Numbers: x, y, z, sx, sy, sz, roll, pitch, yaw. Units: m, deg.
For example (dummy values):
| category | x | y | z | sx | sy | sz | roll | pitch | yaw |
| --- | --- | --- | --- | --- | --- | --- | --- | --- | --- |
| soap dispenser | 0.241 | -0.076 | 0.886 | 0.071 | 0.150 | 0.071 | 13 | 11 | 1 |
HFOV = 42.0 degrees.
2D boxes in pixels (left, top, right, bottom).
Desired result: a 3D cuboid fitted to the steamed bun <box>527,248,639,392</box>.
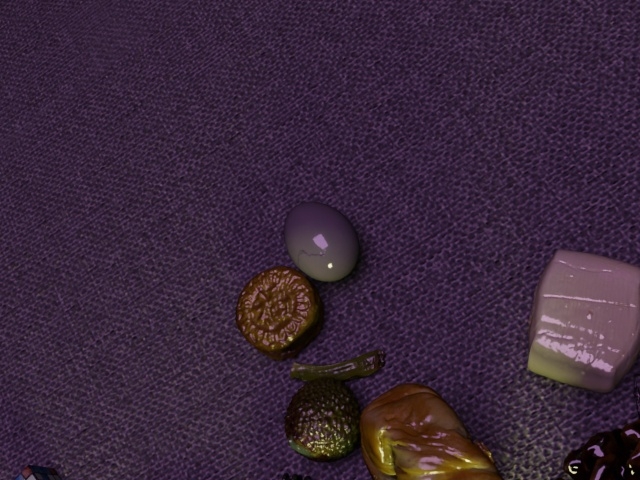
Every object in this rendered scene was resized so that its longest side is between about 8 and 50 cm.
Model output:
| category | x | y | z | sx | sy | sz | roll | pitch | yaw |
| --- | --- | --- | --- | --- | --- | --- | --- | --- | --- |
| steamed bun | 0.483 | 0.150 | 1.513 | 0.200 | 0.155 | 0.250 | 13 | 70 | 21 |

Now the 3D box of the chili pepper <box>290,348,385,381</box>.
| category | x | y | z | sx | sy | sz | roll | pitch | yaw |
| --- | --- | --- | --- | --- | --- | --- | --- | --- | --- |
| chili pepper | 0.034 | 0.264 | 1.702 | 0.202 | 0.050 | 0.052 | -9 | 105 | 15 |

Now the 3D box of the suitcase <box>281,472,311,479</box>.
| category | x | y | z | sx | sy | sz | roll | pitch | yaw |
| --- | --- | --- | --- | --- | --- | --- | --- | --- | --- |
| suitcase | 0.005 | 0.599 | 1.542 | 0.202 | 0.128 | 0.312 | 0 | 71 | 20 |

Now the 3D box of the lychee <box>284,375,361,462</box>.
| category | x | y | z | sx | sy | sz | roll | pitch | yaw |
| --- | --- | --- | --- | --- | --- | --- | --- | --- | --- |
| lychee | 0.009 | 0.346 | 1.623 | 0.171 | 0.171 | 0.171 | -7 | 69 | 18 |

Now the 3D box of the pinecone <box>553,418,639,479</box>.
| category | x | y | z | sx | sy | sz | roll | pitch | yaw |
| --- | --- | --- | --- | --- | --- | --- | --- | --- | --- |
| pinecone | 0.526 | 0.461 | 1.287 | 0.398 | 0.398 | 0.397 | -7 | 69 | 18 |

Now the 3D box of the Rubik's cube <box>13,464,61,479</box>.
| category | x | y | z | sx | sy | sz | roll | pitch | yaw |
| --- | --- | --- | --- | --- | --- | --- | --- | --- | --- |
| Rubik's cube | -0.616 | 0.555 | 1.811 | 0.092 | 0.092 | 0.092 | -46 | 63 | 0 |

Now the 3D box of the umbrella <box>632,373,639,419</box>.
| category | x | y | z | sx | sy | sz | roll | pitch | yaw |
| --- | --- | --- | --- | --- | --- | --- | --- | --- | --- |
| umbrella | 0.575 | 0.300 | 1.503 | 0.022 | 0.013 | 0.122 | 3 | 70 | -1 |

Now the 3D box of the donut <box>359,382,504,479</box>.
| category | x | y | z | sx | sy | sz | roll | pitch | yaw |
| --- | --- | --- | --- | --- | --- | --- | --- | --- | --- |
| donut | 0.195 | 0.408 | 1.436 | 0.170 | 0.360 | 0.360 | -32 | 62 | -10 |

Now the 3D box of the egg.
| category | x | y | z | sx | sy | sz | roll | pitch | yaw |
| --- | --- | --- | --- | --- | --- | --- | --- | --- | --- |
| egg | 0.000 | 0.000 | 1.752 | 0.146 | 0.146 | 0.198 | -43 | 50 | 2 |

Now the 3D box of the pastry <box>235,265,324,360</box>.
| category | x | y | z | sx | sy | sz | roll | pitch | yaw |
| --- | --- | --- | --- | --- | --- | --- | --- | --- | --- |
| pastry | -0.086 | 0.151 | 1.753 | 0.189 | 0.103 | 0.188 | -7 | 69 | 19 |
